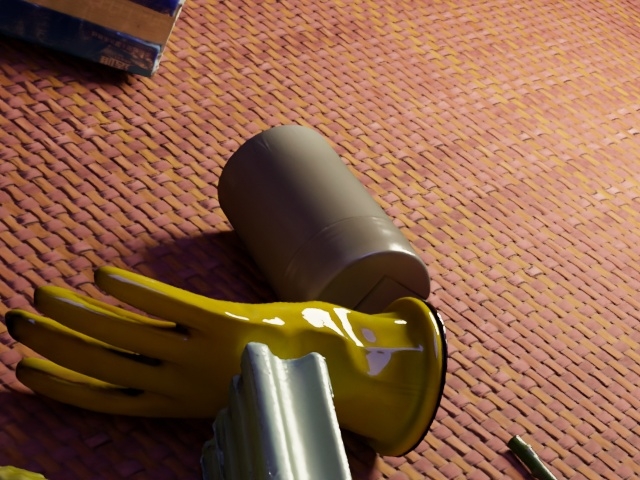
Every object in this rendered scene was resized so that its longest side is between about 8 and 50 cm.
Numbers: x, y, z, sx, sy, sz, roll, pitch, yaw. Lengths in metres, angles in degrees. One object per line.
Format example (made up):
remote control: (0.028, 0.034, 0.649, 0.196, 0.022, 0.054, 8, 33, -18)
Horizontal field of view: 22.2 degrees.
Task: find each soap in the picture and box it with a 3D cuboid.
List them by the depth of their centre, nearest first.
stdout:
soap: (-0.024, 0.168, 1.016, 0.063, 0.115, 0.198, 12, 33, -18)

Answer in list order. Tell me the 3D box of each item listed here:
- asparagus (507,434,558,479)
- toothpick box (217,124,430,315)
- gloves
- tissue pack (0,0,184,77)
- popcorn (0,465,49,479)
asparagus: (0.194, 0.200, 1.205, 0.163, 0.016, 0.016, 44, 18, 33)
toothpick box: (0.000, 0.000, 1.302, 0.111, 0.111, 0.181, 1, 36, -33)
gloves: (-0.069, 0.073, 1.122, 0.294, 0.133, 0.116, 11, 38, -22)
tissue pack: (-0.263, -0.268, 1.536, 0.269, 0.137, 0.209, 18, 30, -14)
popcorn: (-0.174, 0.179, 0.885, 0.141, 0.136, 0.162, -3, 41, -25)
